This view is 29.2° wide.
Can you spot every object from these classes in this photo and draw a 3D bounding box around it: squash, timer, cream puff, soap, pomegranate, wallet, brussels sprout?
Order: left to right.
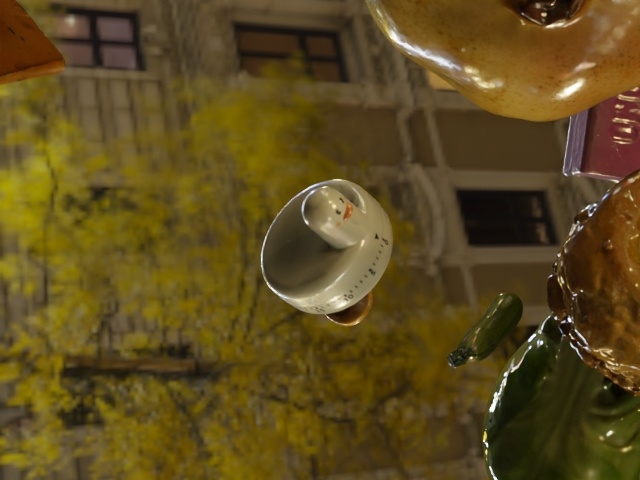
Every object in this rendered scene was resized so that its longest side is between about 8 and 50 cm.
[{"bbox_3d":[-0.406,-0.252,1.429,0.195,0.161,0.042,45,-62,7],"label":"wallet"},{"bbox_3d":[0.000,0.000,2.048,0.234,0.240,0.233,-23,-133,27],"label":"timer"},{"bbox_3d":[0.240,0.129,1.751,0.052,0.183,0.052,18,-55,27],"label":"squash"},{"bbox_3d":[0.231,-0.323,1.293,0.417,0.417,0.416,3,-87,61],"label":"pomegranate"},{"bbox_3d":[0.388,0.257,1.825,0.281,0.289,0.354,28,-66,42],"label":"brussels sprout"},{"bbox_3d":[0.480,-0.215,1.888,0.081,0.181,0.259,-166,-96,-74],"label":"soap"},{"bbox_3d":[0.471,0.055,1.629,0.231,0.327,0.342,89,18,-58],"label":"cream puff"}]
